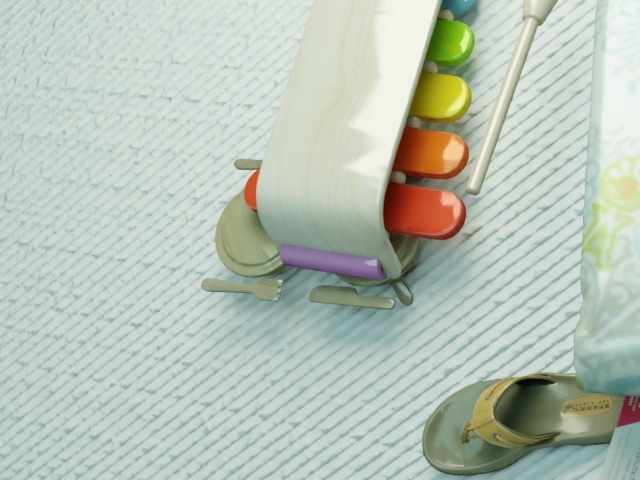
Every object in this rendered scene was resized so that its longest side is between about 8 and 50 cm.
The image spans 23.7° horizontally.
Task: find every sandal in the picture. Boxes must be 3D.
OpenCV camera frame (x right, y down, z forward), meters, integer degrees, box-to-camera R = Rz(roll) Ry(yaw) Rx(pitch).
[{"bbox_3d":[0.156,0.134,1.173,0.180,0.049,0.072,-14,69,26],"label":"sandal"}]

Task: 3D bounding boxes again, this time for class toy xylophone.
[{"bbox_3d":[0.067,-0.120,1.260,0.236,0.081,0.322,17,76,31],"label":"toy xylophone"}]

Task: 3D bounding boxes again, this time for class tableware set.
[{"bbox_3d":[0.000,0.000,1.314,0.194,0.039,0.128,5,71,28],"label":"tableware set"}]

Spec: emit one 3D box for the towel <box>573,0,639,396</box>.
[{"bbox_3d":[0.351,-0.067,1.075,0.321,0.090,0.374,-2,68,23],"label":"towel"}]

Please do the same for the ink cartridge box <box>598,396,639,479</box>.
[{"bbox_3d":[0.287,0.157,1.081,0.150,0.063,0.109,15,83,33],"label":"ink cartridge box"}]
